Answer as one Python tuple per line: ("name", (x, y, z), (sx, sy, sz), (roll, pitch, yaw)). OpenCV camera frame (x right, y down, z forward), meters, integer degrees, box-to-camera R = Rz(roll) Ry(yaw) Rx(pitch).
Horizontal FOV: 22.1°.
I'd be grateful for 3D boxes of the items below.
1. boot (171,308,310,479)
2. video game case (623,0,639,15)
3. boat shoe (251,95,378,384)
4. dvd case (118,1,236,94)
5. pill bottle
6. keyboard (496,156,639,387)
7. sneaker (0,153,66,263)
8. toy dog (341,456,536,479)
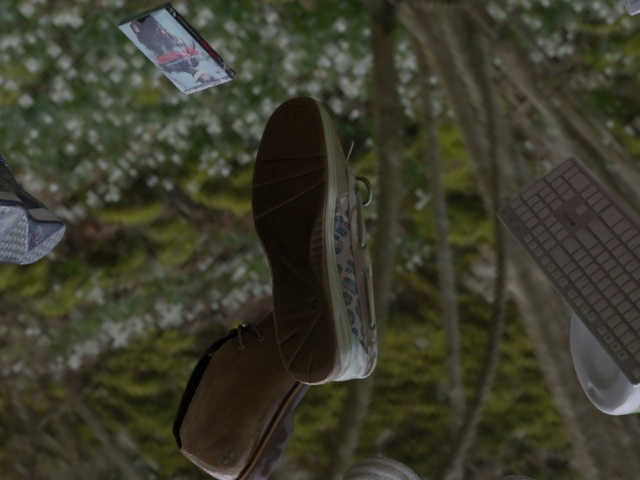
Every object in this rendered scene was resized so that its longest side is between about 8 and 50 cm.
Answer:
("boot", (-0.053, 0.113, 1.758), (0.305, 0.115, 0.112), (-63, -169, -12))
("video game case", (0.392, -0.260, 1.430), (0.201, 0.023, 0.183), (-28, -173, -27))
("boat shoe", (0.000, 0.000, 1.630), (0.105, 0.285, 0.089), (-7, 174, 42))
("dvd case", (-0.164, -0.218, 1.874), (0.087, 0.119, 0.013), (-11, -136, 44))
("pill bottle", (0.388, 0.093, 1.642), (0.246, 0.136, 0.136), (-6, -177, -18))
("keyboard", (0.191, 0.014, 1.115), (0.072, 0.014, 0.256), (-42, -151, 7))
("sneaker", (-0.361, -0.055, 1.653), (0.086, 0.163, 0.226), (-44, 170, 2))
("toy dog", (0.118, 0.361, 1.493), (0.220, 0.333, 0.161), (3, -136, 14))
